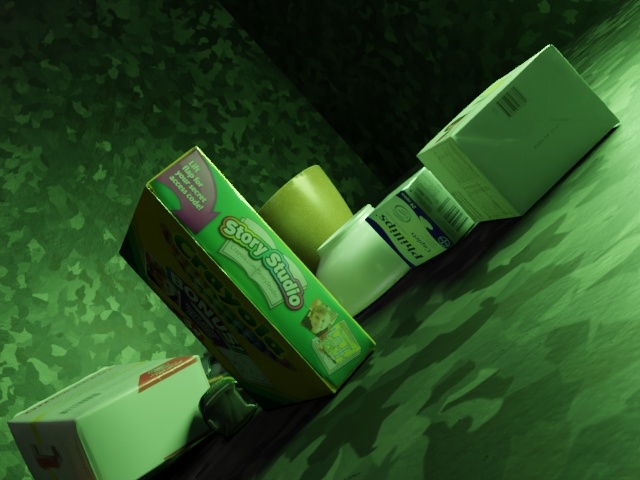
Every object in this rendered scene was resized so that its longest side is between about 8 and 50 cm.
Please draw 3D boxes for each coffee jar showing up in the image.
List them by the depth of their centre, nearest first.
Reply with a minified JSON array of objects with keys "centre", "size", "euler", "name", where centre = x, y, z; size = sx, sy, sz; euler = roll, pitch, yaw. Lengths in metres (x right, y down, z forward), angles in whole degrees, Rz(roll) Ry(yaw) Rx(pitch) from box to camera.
[{"centre":[-0.173,0.301,1.277],"size":[0.096,0.079,0.184],"euler":[-43,2,-16],"name":"coffee jar"}]

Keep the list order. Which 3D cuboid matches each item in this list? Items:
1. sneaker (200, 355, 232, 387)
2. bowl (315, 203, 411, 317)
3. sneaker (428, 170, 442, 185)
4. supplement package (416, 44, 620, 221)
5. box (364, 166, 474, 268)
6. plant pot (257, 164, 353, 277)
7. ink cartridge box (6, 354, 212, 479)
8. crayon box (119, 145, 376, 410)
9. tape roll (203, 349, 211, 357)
[{"centre":[-0.230,0.310,1.579],"size":[0.321,0.127,0.126],"euler":[-41,1,2],"name":"sneaker"},{"centre":[0.086,0.024,1.365],"size":[0.298,0.134,0.298],"euler":[-43,1,1],"name":"bowl"},{"centre":[0.248,-0.106,1.700],"size":[0.217,0.079,0.121],"euler":[-44,4,-13],"name":"sneaker"},{"centre":[0.278,-0.147,1.024],"size":[0.194,0.149,0.203],"euler":[-43,3,-5],"name":"supplement package"},{"centre":[0.165,-0.034,1.171],"size":[0.072,0.126,0.137],"euler":[-45,3,-31],"name":"box"},{"centre":[0.000,0.000,1.580],"size":[0.237,0.254,0.237],"euler":[-44,-6,-6],"name":"plant pot"},{"centre":[-0.431,0.375,1.438],"size":[0.279,0.161,0.384],"euler":[-26,7,-41],"name":"ink cartridge box"},{"centre":[-0.129,0.080,1.035],"size":[0.106,0.363,0.313],"euler":[-43,2,-27],"name":"crayon box"},{"centre":[-0.241,0.302,2.227],"size":[0.286,0.100,0.286],"euler":[-42,2,2],"name":"tape roll"}]
